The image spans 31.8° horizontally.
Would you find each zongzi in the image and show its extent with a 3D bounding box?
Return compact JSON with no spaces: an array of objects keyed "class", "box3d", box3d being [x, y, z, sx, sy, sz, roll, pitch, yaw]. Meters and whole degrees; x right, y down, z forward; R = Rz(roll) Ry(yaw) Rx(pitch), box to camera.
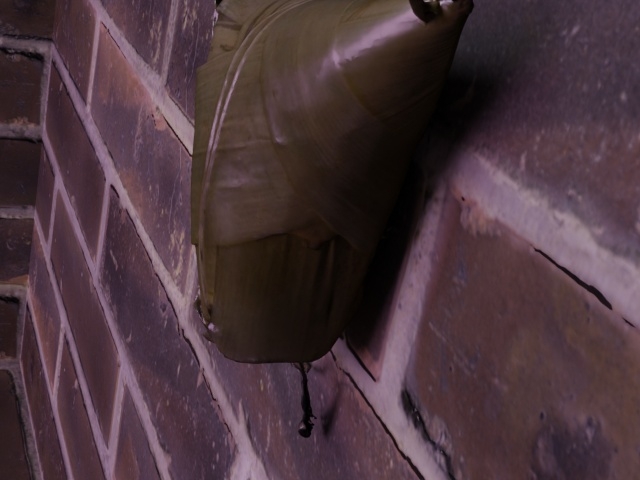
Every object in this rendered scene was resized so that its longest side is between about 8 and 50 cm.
[{"class":"zongzi","box3d":[0.000,0.000,0.964,0.418,0.181,0.447,-159,71,-66]}]
